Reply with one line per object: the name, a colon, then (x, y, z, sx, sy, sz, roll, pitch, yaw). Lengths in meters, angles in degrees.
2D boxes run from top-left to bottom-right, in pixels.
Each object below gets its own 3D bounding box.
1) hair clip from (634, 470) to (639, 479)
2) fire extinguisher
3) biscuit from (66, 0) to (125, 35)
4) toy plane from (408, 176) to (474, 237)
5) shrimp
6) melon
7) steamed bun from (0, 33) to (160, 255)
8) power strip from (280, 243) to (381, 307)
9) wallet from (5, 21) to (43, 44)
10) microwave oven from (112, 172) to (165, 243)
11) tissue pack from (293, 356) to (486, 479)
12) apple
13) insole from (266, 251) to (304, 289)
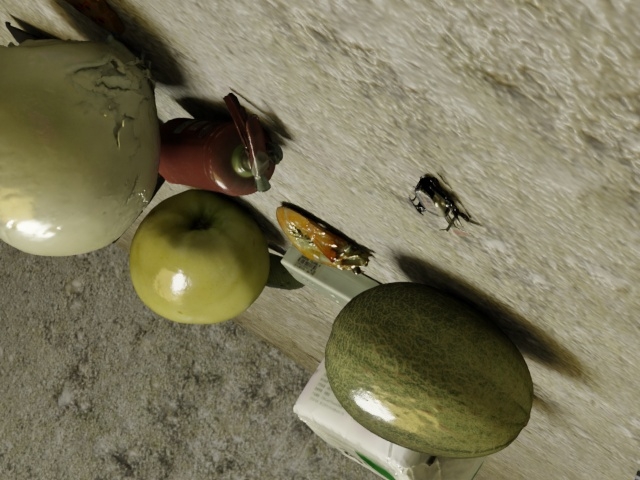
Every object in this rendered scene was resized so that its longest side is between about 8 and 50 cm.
hair clip: (0.586, 0.427, 2.035, 0.116, 0.049, 0.172, 43, -175, 39)
fire extinguisher: (-0.146, -0.138, 1.693, 0.337, 0.106, 0.147, 11, 129, 61)
biscuit: (-0.315, -0.319, 1.603, 0.130, 0.019, 0.119, 40, 168, -24)
toy plane: (0.141, -0.040, 1.410, 0.049, 0.031, 0.120, 14, 155, 40)
shrimp: (-0.001, 0.001, 1.951, 0.217, 0.051, 0.115, 28, 165, 42)
melon: (0.162, 0.199, 1.801, 0.329, 0.248, 0.248, 28, 167, 17)
steamed bun: (-0.339, -0.134, 1.678, 0.233, 0.311, 0.334, 0, -161, 9)
power strip: (0.070, 0.097, 2.113, 0.338, 0.058, 0.098, 28, 167, 28)
wallet: (-0.383, -0.246, 2.064, 0.247, 0.041, 0.323, 26, 163, 33)
microwave oven: (-0.396, -0.141, 1.984, 0.188, 0.178, 0.247, 16, 153, 43)
tissue pack: (0.155, 0.297, 2.163, 0.194, 0.266, 0.356, 42, 167, -32)
apple: (-0.224, 0.029, 2.237, 0.262, 0.262, 0.262, 34, 169, 8)
insole: (-0.139, 0.035, 2.407, 0.322, 0.109, 0.007, 30, 132, 44)
